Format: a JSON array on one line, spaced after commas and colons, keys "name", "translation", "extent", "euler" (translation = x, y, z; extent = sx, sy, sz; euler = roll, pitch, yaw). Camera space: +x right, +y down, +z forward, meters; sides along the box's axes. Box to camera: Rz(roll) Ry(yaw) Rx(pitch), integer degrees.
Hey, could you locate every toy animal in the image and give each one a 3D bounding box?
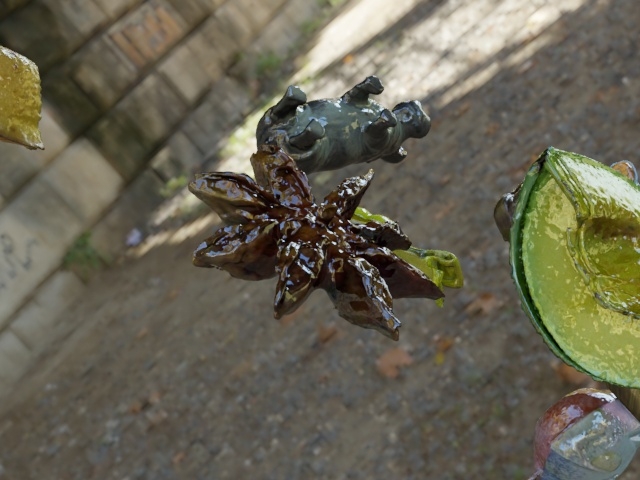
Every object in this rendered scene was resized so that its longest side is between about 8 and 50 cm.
[{"name": "toy animal", "translation": [0.054, -0.163, 1.887], "extent": [0.343, 0.106, 0.168], "euler": [-6, -24, -49]}]

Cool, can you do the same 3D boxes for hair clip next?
[{"name": "hair clip", "translation": [0.079, 0.009, 1.392], "extent": [0.046, 0.072, 0.173], "euler": [-39, 43, -24]}]

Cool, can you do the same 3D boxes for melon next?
[{"name": "melon", "translation": [0.299, 0.045, 1.271], "extent": [0.169, 0.265, 0.129], "euler": [-7, -34, -47]}]

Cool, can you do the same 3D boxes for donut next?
[{"name": "donut", "translation": [-0.457, -0.196, 1.493], "extent": [0.295, 0.151, 0.112], "euler": [14, 85, 35]}]

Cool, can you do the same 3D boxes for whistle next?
[{"name": "whistle", "translation": [0.419, 0.235, 1.775], "extent": [0.346, 0.142, 0.134], "euler": [-40, 36, 1]}]

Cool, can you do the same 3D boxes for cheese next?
[{"name": "cheese", "translation": [0.451, -0.082, 1.864], "extent": [0.047, 0.017, 0.111], "euler": [-52, 35, 17]}]

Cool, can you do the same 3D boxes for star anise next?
[{"name": "star anise", "translation": [0.001, 0.000, 1.242], "extent": [0.088, 0.288, 0.288], "euler": [-61, 0, 31]}]

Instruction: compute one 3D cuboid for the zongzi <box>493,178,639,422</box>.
[{"name": "zongzi", "translation": [0.335, 0.077, 1.574], "extent": [0.134, 0.286, 0.288], "euler": [-32, 33, 26]}]
